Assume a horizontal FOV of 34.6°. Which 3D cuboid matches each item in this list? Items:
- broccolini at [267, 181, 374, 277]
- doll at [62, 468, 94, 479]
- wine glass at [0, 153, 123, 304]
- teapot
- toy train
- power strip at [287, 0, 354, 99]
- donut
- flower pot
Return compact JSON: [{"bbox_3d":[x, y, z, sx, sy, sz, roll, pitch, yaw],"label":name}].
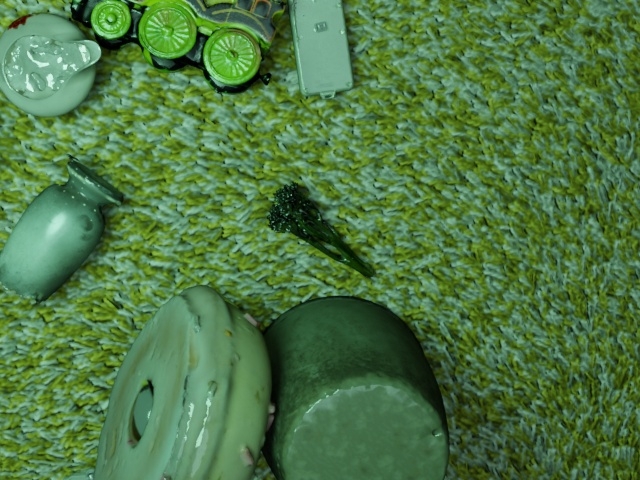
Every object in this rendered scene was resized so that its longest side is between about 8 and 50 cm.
[{"bbox_3d":[0.001,-0.007,1.560,0.074,0.058,0.201,-43,116,16],"label":"broccolini"},{"bbox_3d":[-0.422,0.431,1.574,0.114,0.057,0.227,37,96,-6],"label":"doll"},{"bbox_3d":[-0.378,-0.012,1.478,0.111,0.111,0.204,36,90,-10],"label":"wine glass"},{"bbox_3d":[-0.395,-0.244,1.447,0.226,0.092,0.145,-16,98,16],"label":"teapot"},{"bbox_3d":[-0.198,-0.317,1.457,0.296,0.100,0.160,19,89,-8],"label":"toy train"},{"bbox_3d":[-0.002,-0.304,1.508,0.082,0.035,0.192,-9,100,-4],"label":"power strip"},{"bbox_3d":[-0.188,0.252,1.418,0.143,0.382,0.382,21,97,-24],"label":"donut"},{"bbox_3d":[0.039,0.248,1.453,0.294,0.330,0.293,-1,97,-5],"label":"flower pot"}]
